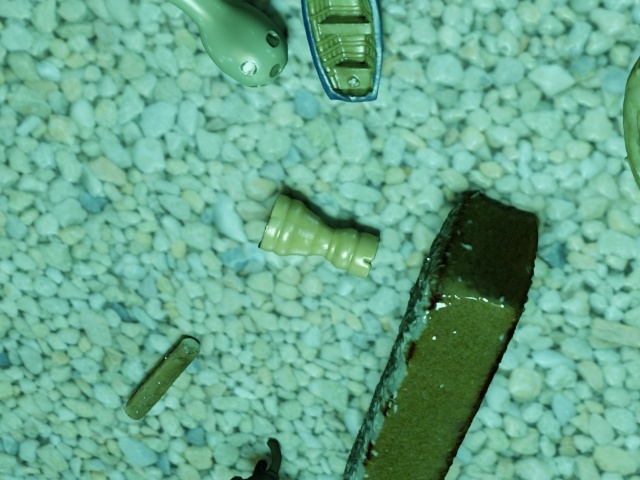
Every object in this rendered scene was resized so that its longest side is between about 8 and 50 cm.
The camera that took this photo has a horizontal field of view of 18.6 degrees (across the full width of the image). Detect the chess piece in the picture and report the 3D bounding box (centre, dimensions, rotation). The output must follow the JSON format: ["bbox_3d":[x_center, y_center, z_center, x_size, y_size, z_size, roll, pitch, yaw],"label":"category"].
[{"bbox_3d":[0.000,0.000,2.099,0.122,0.066,0.066,21,130,-3],"label":"chess piece"}]

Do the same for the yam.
[{"bbox_3d":[-0.187,0.163,2.309,0.032,0.032,0.145,36,129,-8],"label":"yam"}]

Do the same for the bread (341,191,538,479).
[{"bbox_3d":[0.116,0.155,2.104,0.113,0.165,0.416,21,129,2],"label":"bread"}]

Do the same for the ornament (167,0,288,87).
[{"bbox_3d":[-0.099,-0.219,1.962,0.156,0.081,0.075,41,87,-12],"label":"ornament"}]

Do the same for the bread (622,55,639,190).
[{"bbox_3d":[0.397,-0.076,1.819,0.314,0.171,0.192,44,130,-14],"label":"bread"}]

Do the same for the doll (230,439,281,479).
[{"bbox_3d":[-0.057,0.322,2.299,0.057,0.165,0.139,-30,106,31],"label":"doll"}]

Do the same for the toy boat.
[{"bbox_3d":[0.020,-0.240,1.916,0.080,0.046,0.229,3,126,20],"label":"toy boat"}]
